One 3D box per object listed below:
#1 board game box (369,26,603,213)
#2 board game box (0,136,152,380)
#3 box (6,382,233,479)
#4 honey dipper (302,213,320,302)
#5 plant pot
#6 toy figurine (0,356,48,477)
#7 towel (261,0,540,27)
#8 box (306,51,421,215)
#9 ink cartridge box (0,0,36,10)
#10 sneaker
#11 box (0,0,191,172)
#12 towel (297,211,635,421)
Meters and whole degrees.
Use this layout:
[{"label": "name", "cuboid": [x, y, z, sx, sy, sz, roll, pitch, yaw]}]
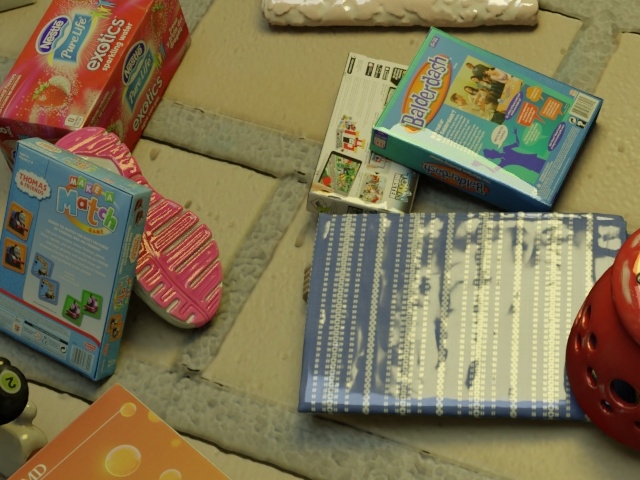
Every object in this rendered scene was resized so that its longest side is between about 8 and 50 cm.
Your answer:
[{"label": "board game box", "cuboid": [0.181, -0.127, 1.893, 0.210, 0.047, 0.160, 25, 61, 10]}, {"label": "board game box", "cuboid": [-0.266, 0.018, 1.817, 0.160, 0.212, 0.039, 24, 23, 26]}, {"label": "box", "cuboid": [-0.132, 0.329, 1.564, 0.215, 0.168, 0.345, -42, 56, -20]}, {"label": "honey dipper", "cuboid": [0.000, 0.000, 1.879, 0.030, 0.030, 0.161, -4, 49, 9]}, {"label": "plant pot", "cuboid": [0.339, 0.085, 1.627, 0.191, 0.174, 0.191, 3, 59, -5]}, {"label": "toy figurine", "cuboid": [-0.353, 0.217, 1.668, 0.148, 0.209, 0.213, 23, 60, 39]}, {"label": "towel", "cuboid": [0.114, -0.385, 2.130, 0.331, 0.053, 0.317, 1, 54, 14]}, {"label": "box", "cuboid": [0.062, -0.110, 1.924, 0.114, 0.036, 0.207, 14, 56, 3]}, {"label": "ink cartridge box", "cuboid": [-0.445, -0.387, 2.197, 0.128, 0.127, 0.176, -16, 51, 0]}, {"label": "sneaker", "cuboid": [-0.199, -0.002, 1.878, 0.103, 0.111, 0.252, -31, 75, -27]}, {"label": "box", "cuboid": [-0.265, -0.192, 2.015, 0.128, 0.123, 0.257, 12, 57, 20]}, {"label": "towel", "cuboid": [0.153, 0.076, 1.770, 0.336, 0.040, 0.243, 1, 56, 7]}]
